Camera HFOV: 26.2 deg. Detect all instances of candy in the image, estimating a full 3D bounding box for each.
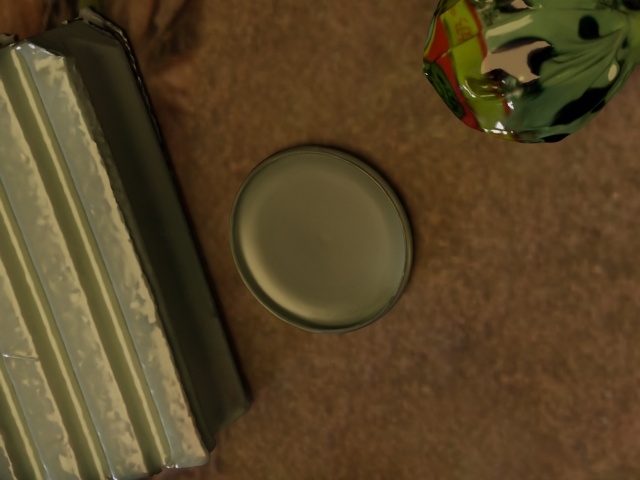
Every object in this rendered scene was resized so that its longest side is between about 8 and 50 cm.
[{"bbox_3d":[0.197,-0.107,0.623,0.306,0.083,0.091,-9,133,17],"label":"candy"}]

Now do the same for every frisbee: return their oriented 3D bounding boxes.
[{"bbox_3d":[0.000,0.000,0.765,0.110,0.014,0.110,7,111,20],"label":"frisbee"}]

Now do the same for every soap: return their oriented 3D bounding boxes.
[{"bbox_3d":[-0.153,0.008,0.792,0.150,0.094,0.261,-14,100,20],"label":"soap"}]
